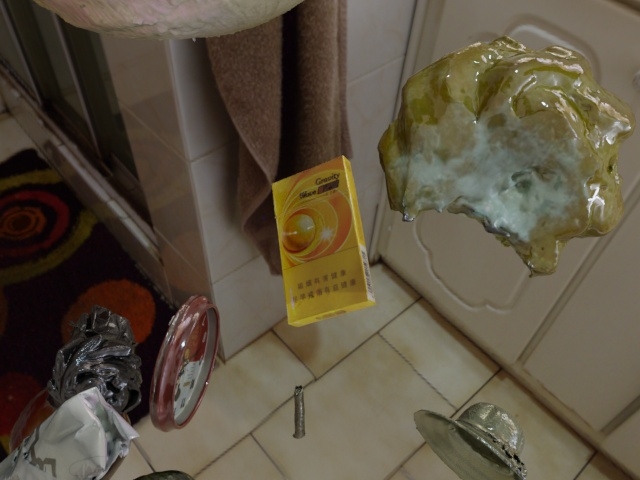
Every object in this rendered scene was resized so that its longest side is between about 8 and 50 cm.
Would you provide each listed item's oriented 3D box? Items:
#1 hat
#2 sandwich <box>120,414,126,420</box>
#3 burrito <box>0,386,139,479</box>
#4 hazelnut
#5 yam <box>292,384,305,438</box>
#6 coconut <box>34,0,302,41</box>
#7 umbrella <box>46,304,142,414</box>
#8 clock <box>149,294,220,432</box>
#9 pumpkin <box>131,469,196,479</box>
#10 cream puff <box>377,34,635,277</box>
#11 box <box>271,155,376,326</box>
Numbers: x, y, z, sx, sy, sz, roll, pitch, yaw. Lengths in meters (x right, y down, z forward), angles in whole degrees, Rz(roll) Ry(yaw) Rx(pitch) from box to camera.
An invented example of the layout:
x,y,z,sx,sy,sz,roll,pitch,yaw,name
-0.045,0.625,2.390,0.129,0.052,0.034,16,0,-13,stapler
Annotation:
x,y,z,sx,sy,sz,roll,pitch,yaw,name
0.291,0.345,0.990,0.252,0.252,0.110,36,66,22,hat
-0.304,0.284,0.812,0.067,0.135,0.029,-34,103,-7,sandwich
-0.208,0.176,0.427,0.064,0.203,0.064,32,34,-26,burrito
-0.456,0.370,1.049,0.230,0.229,0.229,2,50,-3,hazelnut
-0.053,0.403,1.342,0.033,0.129,0.027,-6,16,-15,yam
-0.101,-0.270,0.382,0.297,0.254,0.297,-14,39,12,coconut
-0.310,0.148,0.793,0.118,0.118,0.340,-18,14,-18,umbrella
-0.319,0.282,1.330,0.080,0.318,0.318,12,51,6,clock
-0.297,0.516,0.995,0.238,0.238,0.159,-19,48,-20,pumpkin
0.239,-0.133,0.756,0.323,0.274,0.269,27,31,-11,cream puff
0.000,0.000,0.980,0.152,0.043,0.269,-17,64,22,box
